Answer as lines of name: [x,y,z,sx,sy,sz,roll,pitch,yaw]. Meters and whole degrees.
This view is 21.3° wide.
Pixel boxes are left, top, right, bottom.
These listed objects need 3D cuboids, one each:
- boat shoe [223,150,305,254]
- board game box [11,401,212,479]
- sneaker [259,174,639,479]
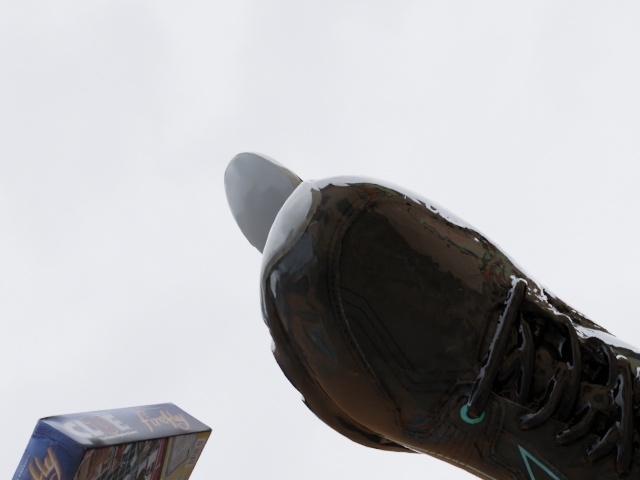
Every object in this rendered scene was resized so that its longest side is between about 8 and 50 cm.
boat shoe: [0.000,0.000,1.572,0.078,0.219,0.070,-50,-14,28]
board game box: [-0.177,0.228,1.146,0.243,0.042,0.165,-64,-23,10]
sneaker: [0.091,0.056,0.634,0.267,0.106,0.101,37,-115,-32]
